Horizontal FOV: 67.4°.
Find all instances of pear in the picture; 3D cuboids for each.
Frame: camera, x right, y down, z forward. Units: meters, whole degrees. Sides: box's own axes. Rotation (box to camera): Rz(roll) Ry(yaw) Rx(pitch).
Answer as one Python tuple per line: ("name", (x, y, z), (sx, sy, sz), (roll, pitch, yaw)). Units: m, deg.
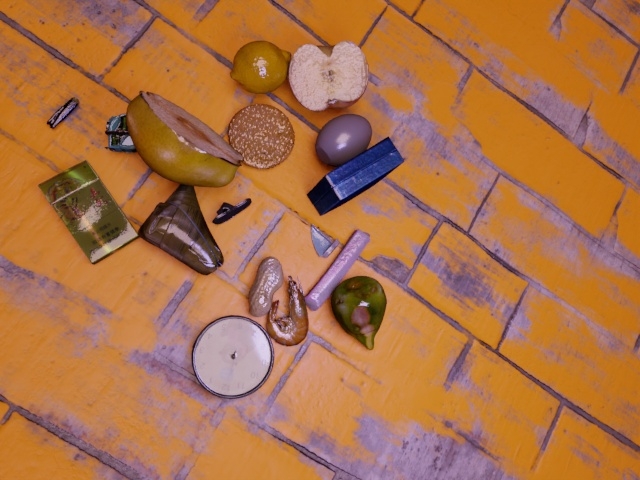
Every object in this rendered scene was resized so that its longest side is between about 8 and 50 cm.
("pear", (-0.460, -0.298, 1.573), (0.386, 0.340, 0.191), (38, 105, -12))

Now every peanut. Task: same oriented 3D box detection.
("peanut", (-0.188, 0.160, 1.648), (0.098, 0.090, 0.214), (22, 77, -7))

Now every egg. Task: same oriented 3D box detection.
("egg", (0.090, -0.373, 1.764), (0.232, 0.176, 0.176), (-43, 92, -23))

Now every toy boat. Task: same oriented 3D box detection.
("toy boat", (0.000, 0.000, 1.757), (0.122, 0.034, 0.096), (40, 74, 5))

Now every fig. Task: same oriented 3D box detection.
("fig", (0.143, 0.269, 1.683), (0.206, 0.206, 0.275), (-23, 120, -16))

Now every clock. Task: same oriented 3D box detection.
("clock", (-0.290, 0.389, 1.601), (0.280, 0.055, 0.280), (2, 79, -13))

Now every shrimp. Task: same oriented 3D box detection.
("shrimp", (-0.110, 0.245, 1.665), (0.150, 0.068, 0.248), (4, 87, -15))

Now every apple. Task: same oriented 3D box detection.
("apple", (0.027, -0.598, 1.795), (0.293, 0.163, 0.251), (-6, 92, -3))

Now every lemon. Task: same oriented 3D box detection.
("lemon", (-0.213, -0.624, 1.731), (0.244, 0.187, 0.187), (-29, 88, -21))

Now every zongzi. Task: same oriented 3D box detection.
("zongzi", (-0.416, -0.062, 1.625), (0.286, 0.138, 0.300), (34, 54, -14))

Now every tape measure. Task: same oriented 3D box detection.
("tape measure", (-0.656, -0.365, 1.630), (0.146, 0.081, 0.125), (2, 83, -14))

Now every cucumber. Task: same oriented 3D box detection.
("cucumber", (-0.866, -0.431, 1.616), (0.033, 0.034, 0.135), (43, 78, -18))

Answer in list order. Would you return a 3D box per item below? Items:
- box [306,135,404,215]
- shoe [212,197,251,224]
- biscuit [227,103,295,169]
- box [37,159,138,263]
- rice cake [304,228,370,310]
("box", (0.117, -0.218, 1.697), (0.279, 0.261, 0.116), (-32, 91, -17))
("shoe", (-0.317, -0.114, 1.682), (0.159, 0.062, 0.053), (-32, 76, -16))
("biscuit", (-0.217, -0.384, 1.763), (0.254, 0.035, 0.254), (2, 81, -13))
("box", (-0.759, -0.094, 1.577), (0.173, 0.043, 0.311), (-34, 89, -16))
("rice cake", (0.068, 0.099, 1.739), (0.073, 0.056, 0.365), (40, 74, -6))
